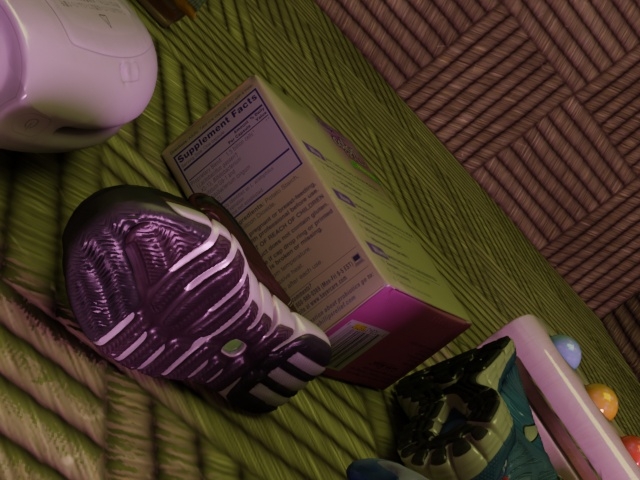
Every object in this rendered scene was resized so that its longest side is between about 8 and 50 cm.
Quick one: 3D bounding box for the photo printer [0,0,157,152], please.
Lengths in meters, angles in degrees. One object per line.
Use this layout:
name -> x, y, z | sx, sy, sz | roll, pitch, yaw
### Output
photo printer -> -0.245, -0.193, 0.801 | 0.307, 0.107, 0.256 | 52, 14, 0

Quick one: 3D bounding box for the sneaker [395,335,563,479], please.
sneaker -> 0.151, 0.197, 1.113 | 0.147, 0.130, 0.330 | 64, 15, -8

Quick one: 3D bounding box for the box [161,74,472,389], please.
box -> 0.000, 0.000, 1.080 | 0.243, 0.117, 0.213 | 59, 16, 25

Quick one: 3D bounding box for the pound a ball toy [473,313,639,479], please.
pound a ball toy -> 0.311, 0.240, 1.431 | 0.319, 0.136, 0.208 | 58, 15, 27

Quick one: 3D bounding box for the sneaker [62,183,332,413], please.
sneaker -> -0.106, 0.010, 0.785 | 0.162, 0.106, 0.281 | 55, 3, 34

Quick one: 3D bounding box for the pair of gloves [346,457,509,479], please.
pair of gloves -> 0.052, 0.193, 0.705 | 0.198, 0.159, 0.023 | -93, 176, -63

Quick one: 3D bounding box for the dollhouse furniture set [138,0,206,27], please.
dollhouse furniture set -> -0.194, -0.386, 1.270 | 0.301, 0.197, 0.151 | 46, 13, -20
